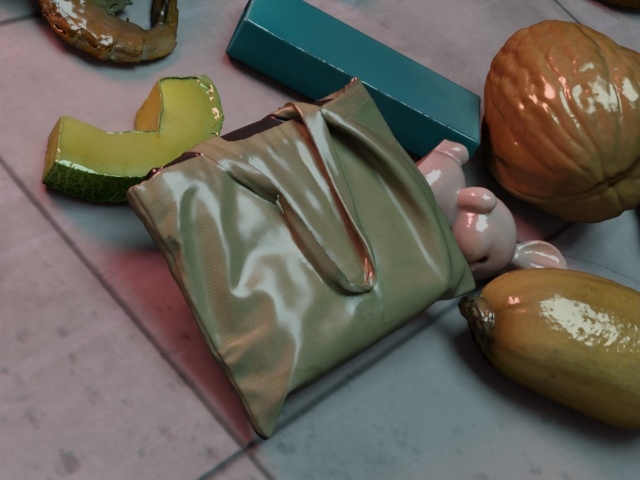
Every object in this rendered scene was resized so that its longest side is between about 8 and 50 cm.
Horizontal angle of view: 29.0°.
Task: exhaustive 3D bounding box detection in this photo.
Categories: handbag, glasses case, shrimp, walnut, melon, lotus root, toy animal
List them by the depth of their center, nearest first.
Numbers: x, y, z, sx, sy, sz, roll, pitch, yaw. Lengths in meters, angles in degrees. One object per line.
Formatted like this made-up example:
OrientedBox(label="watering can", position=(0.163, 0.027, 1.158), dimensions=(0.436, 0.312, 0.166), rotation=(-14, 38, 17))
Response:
OrientedBox(label="handbag", position=(-0.004, -0.002, 1.137), dimensions=(0.316, 0.109, 0.253), rotation=(-31, 91, -37))
OrientedBox(label="melon", position=(-0.178, -0.093, 1.186), dimensions=(0.209, 0.064, 0.118), rotation=(-14, 62, -39))
OrientedBox(label="lotus root", position=(0.285, 0.108, 1.263), dimensions=(0.303, 0.131, 0.146), rotation=(22, 44, -17))
OrientedBox(label="toy animal", position=(0.163, 0.000, 1.300), dimensions=(0.212, 0.124, 0.124), rotation=(41, 41, -4))
OrientedBox(label="shrimp", position=(-0.217, -0.279, 1.342), dimensions=(0.173, 0.058, 0.253), rotation=(35, 40, -11))
OrientedBox(label="glasses case", position=(0.042, -0.185, 1.424), dimensions=(0.301, 0.070, 0.117), rotation=(26, 36, -9))
OrientedBox(label="walnut", position=(0.295, -0.143, 1.446), dimensions=(0.225, 0.225, 0.261), rotation=(13, 40, -25))

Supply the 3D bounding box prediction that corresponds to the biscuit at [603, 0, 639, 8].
OrientedBox(label="biscuit", position=(0.456, -0.479, 1.972), dimensions=(0.296, 0.075, 0.296), rotation=(18, 49, -22))
